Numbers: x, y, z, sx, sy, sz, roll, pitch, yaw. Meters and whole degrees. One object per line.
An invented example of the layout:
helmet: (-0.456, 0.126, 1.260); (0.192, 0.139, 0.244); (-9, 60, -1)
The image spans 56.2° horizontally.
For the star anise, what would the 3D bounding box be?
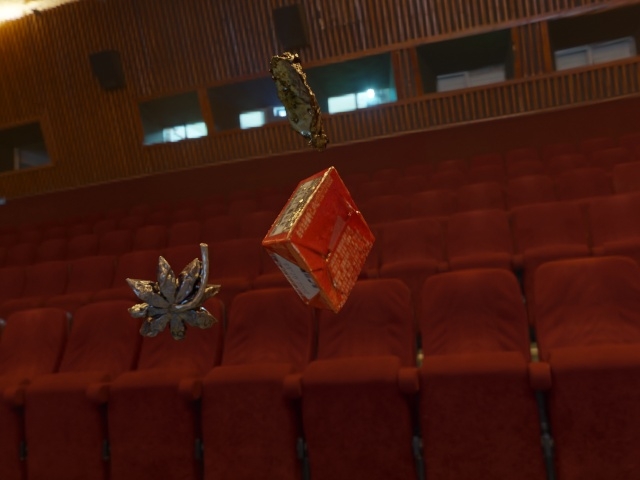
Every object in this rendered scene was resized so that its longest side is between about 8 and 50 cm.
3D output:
star anise: (-0.316, 0.126, 1.327); (0.230, 0.262, 0.081); (33, 11, -22)

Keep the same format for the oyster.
oyster: (-0.022, -0.155, 0.685); (0.029, 0.086, 0.132); (-35, -18, -13)

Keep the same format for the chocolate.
chocolate: (0.000, 0.000, 1.324); (0.108, 0.237, 0.234); (-2, -45, 37)
